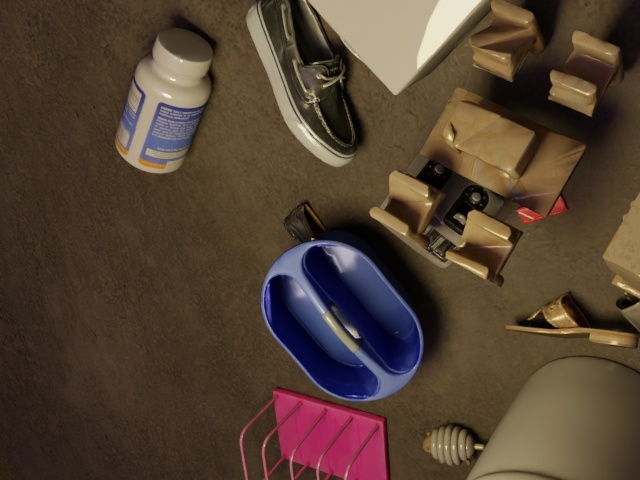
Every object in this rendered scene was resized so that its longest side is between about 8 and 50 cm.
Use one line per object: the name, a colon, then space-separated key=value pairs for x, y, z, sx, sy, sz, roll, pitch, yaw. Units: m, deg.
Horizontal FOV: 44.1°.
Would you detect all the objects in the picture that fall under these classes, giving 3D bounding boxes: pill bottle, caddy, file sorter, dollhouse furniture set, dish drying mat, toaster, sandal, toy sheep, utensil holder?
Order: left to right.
pill bottle: x=-0.307 y=-0.280 z=1.582 sx=0.152 sy=0.152 sz=0.272 roll=39 pitch=129 yaw=10
file sorter: x=-0.015 y=0.496 z=1.786 sx=0.290 sy=0.182 sz=0.202 roll=10 pitch=120 yaw=29
caddy: x=0.044 y=0.144 z=1.503 sx=0.241 sy=0.179 sz=0.341 roll=-38 pitch=98 yaw=14
toaster: x=0.196 y=-0.055 z=1.362 sx=0.168 sy=0.110 sz=0.186 roll=39 pitch=161 yaw=3
toy sheep: x=0.273 y=0.421 z=1.623 sx=0.132 sy=0.091 sz=0.091 roll=-7 pitch=111 yaw=21
dish drying mat: x=0.377 y=-0.053 z=1.347 sx=0.083 sy=0.008 sz=0.032 roll=-20 pitch=102 yaw=39
dollhouse furniture set: x=0.350 y=-0.087 z=1.177 sx=0.394 sy=0.256 sz=0.362 roll=31 pitch=93 yaw=25
utensil holder: x=0.418 y=0.419 z=1.327 sx=0.327 sy=0.385 sz=0.328 roll=15 pitch=122 yaw=25
sandal: x=0.437 y=0.132 z=1.373 sx=0.240 sy=0.088 sz=0.079 roll=4 pitch=82 yaw=47

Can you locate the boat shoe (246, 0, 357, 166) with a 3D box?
boat shoe: x=-0.016 y=-0.292 z=1.402 sx=0.119 sy=0.121 sz=0.335 roll=-25 pitch=97 yaw=44

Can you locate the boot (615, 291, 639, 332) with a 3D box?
boot: x=0.573 y=0.169 z=1.248 sx=0.076 sy=0.189 sz=0.209 roll=-35 pitch=93 yaw=-4

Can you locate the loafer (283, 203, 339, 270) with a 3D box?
loafer: x=0.000 y=0.000 z=1.591 sx=0.170 sy=0.062 sz=0.061 roll=44 pitch=125 yaw=4

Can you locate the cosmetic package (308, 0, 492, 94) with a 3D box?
cosmetic package: x=0.185 y=-0.429 z=1.179 sx=0.217 sy=0.156 sz=0.385 roll=49 pitch=131 yaw=1
